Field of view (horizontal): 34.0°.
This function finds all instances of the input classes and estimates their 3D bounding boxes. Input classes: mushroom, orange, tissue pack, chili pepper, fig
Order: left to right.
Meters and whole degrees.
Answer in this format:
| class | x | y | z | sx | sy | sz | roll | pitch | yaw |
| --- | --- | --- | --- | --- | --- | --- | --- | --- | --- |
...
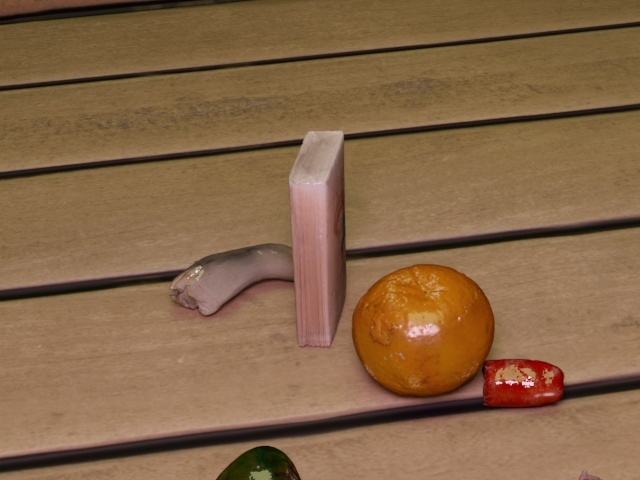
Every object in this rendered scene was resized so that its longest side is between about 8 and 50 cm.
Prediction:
| class | x | y | z | sx | sy | sz | roll | pitch | yaw |
| --- | --- | --- | --- | --- | --- | --- | --- | --- | --- |
| fig | -0.111 | 0.351 | 1.422 | 0.177 | 0.117 | 0.117 | -22 | 37 | -7 |
| mushroom | -0.134 | 0.057 | 1.848 | 0.278 | 0.099 | 0.096 | -16 | 42 | -23 |
| tissue pack | 0.000 | 0.000 | 1.713 | 0.071 | 0.325 | 0.170 | 4 | 34 | 9 |
| orange | 0.158 | 0.139 | 1.619 | 0.219 | 0.193 | 0.219 | 4 | 21 | -2 |
| chili pepper | 0.310 | 0.217 | 1.603 | 0.123 | 0.070 | 0.073 | 0 | 18 | 8 |

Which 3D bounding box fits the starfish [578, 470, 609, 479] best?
| class | x | y | z | sx | sy | sz | roll | pitch | yaw |
| --- | --- | --- | --- | --- | --- | --- | --- | --- | --- |
| starfish | 0.435 | 0.446 | 1.215 | 0.384 | 0.132 | 0.398 | -33 | 58 | -26 |
